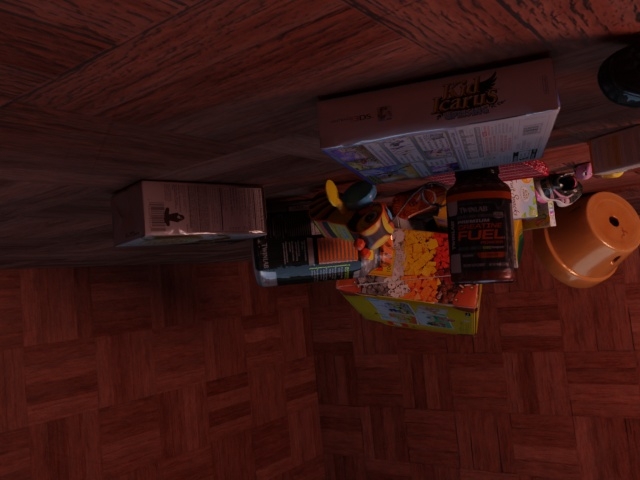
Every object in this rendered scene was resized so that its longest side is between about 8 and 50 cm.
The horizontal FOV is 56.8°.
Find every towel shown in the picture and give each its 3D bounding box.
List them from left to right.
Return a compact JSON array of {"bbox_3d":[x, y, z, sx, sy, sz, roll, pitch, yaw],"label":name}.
[{"bbox_3d":[0.284,-0.135,1.073,0.198,0.031,0.274,-6,174,33],"label":"towel"}]

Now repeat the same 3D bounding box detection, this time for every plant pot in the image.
[{"bbox_3d":[0.842,-0.021,1.836,0.290,0.291,0.203,-4,158,-20],"label":"plant pot"}]

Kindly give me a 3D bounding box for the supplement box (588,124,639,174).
[{"bbox_3d":[0.495,-0.147,0.969,0.036,0.062,0.098,-2,175,-29],"label":"supplement box"}]

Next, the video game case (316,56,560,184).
[{"bbox_3d":[0.150,-0.132,0.729,0.244,0.061,0.269,-8,175,16],"label":"video game case"}]

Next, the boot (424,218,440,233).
[{"bbox_3d":[0.513,-0.064,2.017,0.262,0.091,0.229,-8,172,-30],"label":"boot"}]

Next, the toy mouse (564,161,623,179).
[{"bbox_3d":[0.595,-0.150,1.244,0.161,0.031,0.143,-8,175,27],"label":"toy mouse"}]

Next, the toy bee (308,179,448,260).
[{"bbox_3d":[0.075,-0.042,1.153,0.195,0.162,0.298,42,147,-15],"label":"toy bee"}]

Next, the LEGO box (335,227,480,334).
[{"bbox_3d":[0.287,0.133,1.759,0.372,0.193,0.500,7,164,16],"label":"LEGO box"}]

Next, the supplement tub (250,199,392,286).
[{"bbox_3d":[0.000,0.000,1.378,0.315,0.194,0.193,-5,175,-3],"label":"supplement tub"}]

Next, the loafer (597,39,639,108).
[{"bbox_3d":[0.362,-0.156,0.590,0.223,0.076,0.078,-8,169,-20],"label":"loafer"}]

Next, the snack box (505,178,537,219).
[{"bbox_3d":[0.388,-0.093,1.276,0.141,0.100,0.037,-4,175,-6],"label":"snack box"}]

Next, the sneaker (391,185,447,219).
[{"bbox_3d":[0.232,-0.089,1.398,0.067,0.064,0.175,-14,-177,-31],"label":"sneaker"}]

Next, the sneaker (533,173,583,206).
[{"bbox_3d":[0.571,-0.121,1.378,0.178,0.072,0.077,-9,168,-40],"label":"sneaker"}]

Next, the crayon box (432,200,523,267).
[{"bbox_3d":[0.434,-0.026,1.598,0.203,0.083,0.323,13,167,24],"label":"crayon box"}]

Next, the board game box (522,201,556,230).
[{"bbox_3d":[0.572,-0.080,1.645,0.026,0.104,0.154,-2,174,-37],"label":"board game box"}]

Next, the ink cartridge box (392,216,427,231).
[{"bbox_3d":[0.234,0.000,2.070,0.226,0.131,0.306,-8,173,27],"label":"ink cartridge box"}]

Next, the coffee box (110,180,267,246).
[{"bbox_3d":[-0.240,-0.046,1.096,0.246,0.098,0.141,-1,174,-41],"label":"coffee box"}]

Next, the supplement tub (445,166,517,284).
[{"bbox_3d":[0.256,-0.029,0.952,0.106,0.198,0.106,-3,175,0],"label":"supplement tub"}]
